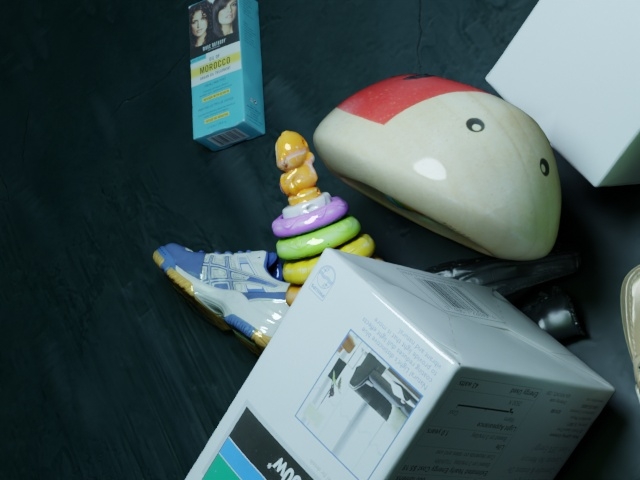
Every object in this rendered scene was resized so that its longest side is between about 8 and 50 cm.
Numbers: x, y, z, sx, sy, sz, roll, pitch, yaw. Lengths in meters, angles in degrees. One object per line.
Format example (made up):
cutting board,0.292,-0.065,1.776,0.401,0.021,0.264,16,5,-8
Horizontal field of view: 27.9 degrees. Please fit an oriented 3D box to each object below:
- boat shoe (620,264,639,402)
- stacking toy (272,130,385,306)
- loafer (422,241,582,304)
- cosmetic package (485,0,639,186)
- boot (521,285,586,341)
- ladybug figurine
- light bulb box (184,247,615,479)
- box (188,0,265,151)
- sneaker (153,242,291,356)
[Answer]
boat shoe,0.423,0.166,1.468,0.122,0.110,0.341,-28,60,22
stacking toy,0.000,0.000,1.688,0.166,0.175,0.301,-15,101,27
loafer,0.233,0.055,1.665,0.223,0.076,0.078,-14,101,21
cosmetic package,0.399,-0.271,1.526,0.217,0.156,0.385,51,127,25
boot,0.285,0.126,1.617,0.099,0.045,0.121,-25,62,17
ladybug figurine,0.150,-0.101,1.590,0.161,0.305,0.449,-62,19,0
light bulb box,0.088,0.238,1.478,0.225,0.358,0.361,42,107,37
box,-0.149,-0.271,2.032,0.101,0.060,0.244,-17,64,27
sneaker,-0.118,0.065,1.879,0.296,0.112,0.131,31,74,35
